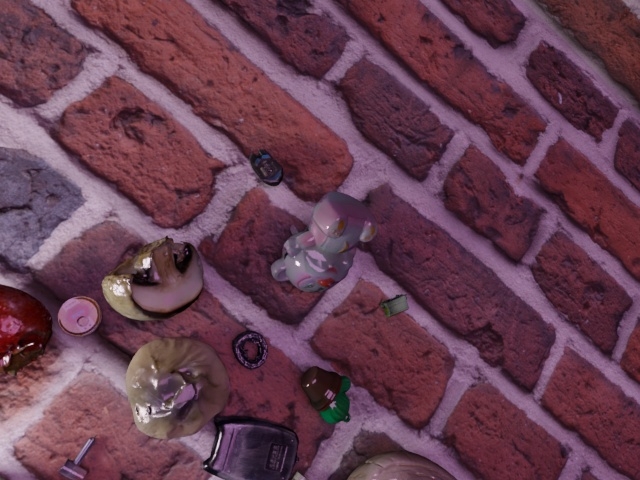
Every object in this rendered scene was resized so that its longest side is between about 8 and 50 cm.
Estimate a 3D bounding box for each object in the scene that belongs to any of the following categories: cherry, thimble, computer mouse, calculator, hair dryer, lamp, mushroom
[{"bbox_3d":[-0.766,0.195,1.188,0.249,0.192,0.175,40,35,-1],"label":"cherry"},{"bbox_3d":[-0.198,0.310,1.413,0.095,0.066,0.104,-40,96,-19],"label":"thimble"},{"bbox_3d":[-0.166,-0.221,1.534,0.079,0.047,0.135,-33,80,-15],"label":"computer mouse"},{"bbox_3d":[-0.182,0.589,1.383,0.267,0.040,0.177,18,77,-19],"label":"calculator"},{"bbox_3d":[-0.597,0.546,1.256,0.063,0.037,0.114,35,64,-11],"label":"hair dryer"},{"bbox_3d":[0.000,0.000,1.434,0.247,0.301,0.247,5,38,-37],"label":"lamp"},{"bbox_3d":[-0.448,0.115,1.320,0.190,0.163,0.267,64,31,-23],"label":"mushroom"}]

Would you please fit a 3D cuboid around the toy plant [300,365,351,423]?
[{"bbox_3d":[0.031,0.447,1.448,0.200,0.105,0.143,47,54,-23],"label":"toy plant"}]

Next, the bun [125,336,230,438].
[{"bbox_3d":[-0.369,0.379,1.292,0.272,0.168,0.273,2,78,-10],"label":"bun"}]

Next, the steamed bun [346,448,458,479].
[{"bbox_3d":[0.264,0.722,1.394,0.383,0.247,0.236,25,62,-6],"label":"steamed bun"}]

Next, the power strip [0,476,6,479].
[{"bbox_3d":[-0.849,0.679,1.076,0.357,0.161,0.358,3,79,-17],"label":"power strip"}]

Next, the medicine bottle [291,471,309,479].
[{"bbox_3d":[-0.072,0.696,1.390,0.047,0.047,0.083,41,70,-7],"label":"medicine bottle"}]

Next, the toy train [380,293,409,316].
[{"bbox_3d":[0.240,0.207,1.591,0.093,0.038,0.057,-18,88,-21],"label":"toy train"}]

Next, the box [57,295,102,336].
[{"bbox_3d":[-0.631,0.199,1.306,0.105,0.037,0.106,3,79,-18],"label":"box"}]
